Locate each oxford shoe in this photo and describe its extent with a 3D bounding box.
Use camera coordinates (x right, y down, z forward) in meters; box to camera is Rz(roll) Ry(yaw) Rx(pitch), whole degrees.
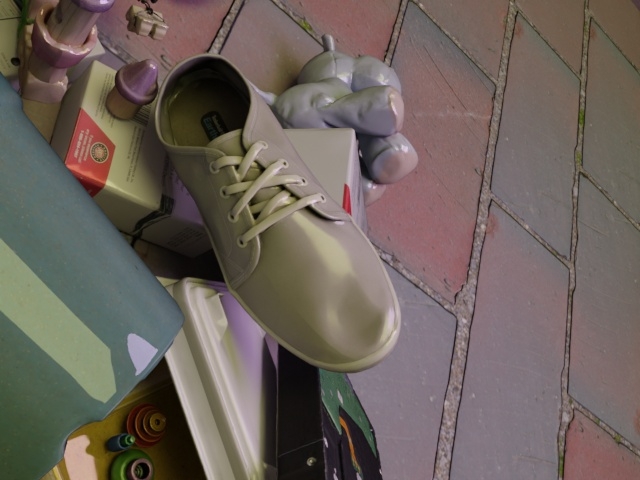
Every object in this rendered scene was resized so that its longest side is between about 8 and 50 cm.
[{"bbox_3d":[-0.067,-0.043,0.870,0.169,0.130,0.449,-30,69,-7],"label":"oxford shoe"}]

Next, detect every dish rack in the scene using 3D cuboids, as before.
[{"bbox_3d":[-0.087,0.192,0.916,0.285,0.072,0.333,34,34,-79],"label":"dish rack"}]

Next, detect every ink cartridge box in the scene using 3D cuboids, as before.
[{"bbox_3d":[0.000,0.000,1.070,0.273,0.114,0.197,74,20,-59],"label":"ink cartridge box"},{"bbox_3d":[-0.231,-0.101,1.007,0.237,0.100,0.172,25,56,-32],"label":"ink cartridge box"},{"bbox_3d":[-0.392,-0.258,0.941,0.190,0.082,0.140,-32,93,-44],"label":"ink cartridge box"}]

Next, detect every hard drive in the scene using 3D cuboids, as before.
[{"bbox_3d":[0.017,0.268,0.921,0.339,0.064,0.237,-95,162,-64],"label":"hard drive"}]

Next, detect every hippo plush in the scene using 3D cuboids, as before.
[{"bbox_3d":[0.020,-0.198,1.256,0.294,0.234,0.237,8,36,4],"label":"hippo plush"}]

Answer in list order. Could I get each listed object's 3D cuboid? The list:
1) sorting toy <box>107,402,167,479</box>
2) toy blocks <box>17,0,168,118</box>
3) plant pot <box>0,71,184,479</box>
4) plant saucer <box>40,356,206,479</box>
[{"bbox_3d":[-0.196,0.226,0.824,0.061,0.042,0.102,26,56,-33],"label":"sorting toy"},{"bbox_3d":[-0.265,-0.324,0.835,0.308,0.260,0.289,7,61,-37],"label":"toy blocks"},{"bbox_3d":[-0.322,0.036,0.668,0.334,0.341,0.341,47,46,-10],"label":"plant pot"},{"bbox_3d":[-0.195,0.294,0.883,0.332,0.081,0.333,-20,86,-47],"label":"plant saucer"}]
